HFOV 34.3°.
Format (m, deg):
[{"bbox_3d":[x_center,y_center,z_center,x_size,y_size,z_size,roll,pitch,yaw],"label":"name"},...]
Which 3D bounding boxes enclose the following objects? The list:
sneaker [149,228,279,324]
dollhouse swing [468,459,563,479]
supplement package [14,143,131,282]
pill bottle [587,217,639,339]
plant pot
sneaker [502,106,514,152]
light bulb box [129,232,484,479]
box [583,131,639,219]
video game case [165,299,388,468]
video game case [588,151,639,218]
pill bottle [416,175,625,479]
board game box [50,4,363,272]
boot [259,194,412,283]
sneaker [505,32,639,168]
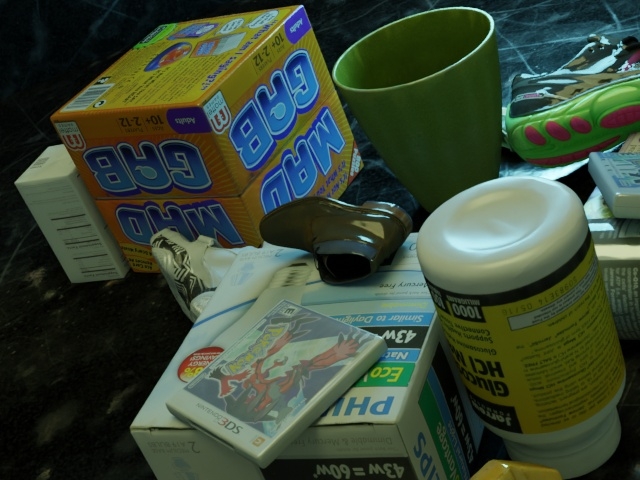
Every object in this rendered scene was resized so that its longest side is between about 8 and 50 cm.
[{"bbox_3d":[-0.141,0.055,1.747,0.210,0.137,0.366,-30,36,-13],"label":"sneaker"},{"bbox_3d":[0.206,0.397,0.792,0.347,0.305,0.315,-36,32,-23],"label":"dollhouse swing"},{"bbox_3d":[-0.457,-0.055,2.024,0.133,0.244,0.139,-6,33,26],"label":"supplement package"},{"bbox_3d":[0.413,0.050,1.347,0.283,0.161,0.161,-1,36,32],"label":"pill bottle"},{"bbox_3d":[0.198,-0.199,1.758,0.274,0.293,0.275,-17,31,11],"label":"plant pot"},{"bbox_3d":[0.369,-0.192,1.875,0.192,0.064,0.086,8,57,35],"label":"sneaker"},{"bbox_3d":[0.014,0.190,1.332,0.358,0.225,0.361,-7,33,26],"label":"light bulb box"},{"bbox_3d":[0.452,-0.053,1.581,0.063,0.067,0.324,5,39,38],"label":"box"},{"bbox_3d":[-0.052,0.155,1.184,0.201,0.023,0.183,-40,35,-27],"label":"video game case"},{"bbox_3d":[0.530,-0.075,1.404,0.300,0.036,0.329,3,14,8],"label":"video game case"},{"bbox_3d":[0.242,0.110,1.194,0.188,0.334,0.188,-17,30,10],"label":"pill bottle"},{"bbox_3d":[-0.197,-0.182,1.937,0.356,0.356,0.356,1,37,35],"label":"board game box"},{"bbox_3d":[0.000,0.000,1.340,0.219,0.082,0.106,-2,31,28],"label":"boot"},{"bbox_3d":[0.537,-0.278,1.717,0.482,0.185,0.202,-13,57,9],"label":"sneaker"}]
